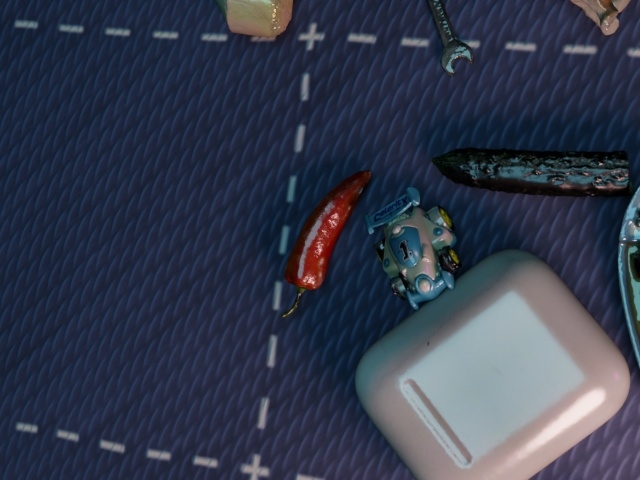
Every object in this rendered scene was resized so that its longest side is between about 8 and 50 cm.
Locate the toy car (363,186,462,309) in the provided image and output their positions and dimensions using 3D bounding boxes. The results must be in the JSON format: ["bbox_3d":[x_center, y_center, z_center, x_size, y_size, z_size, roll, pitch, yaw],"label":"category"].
[{"bbox_3d":[0.132,0.013,1.295,0.126,0.098,0.161,-33,38,23],"label":"toy car"}]

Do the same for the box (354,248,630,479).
[{"bbox_3d":[0.244,0.203,1.269,0.349,0.141,0.289,-40,80,9],"label":"box"}]

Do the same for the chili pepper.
[{"bbox_3d":[0.000,0.000,1.380,0.063,0.071,0.272,26,89,53],"label":"chili pepper"}]

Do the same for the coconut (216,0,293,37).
[{"bbox_3d":[-0.110,-0.387,1.396,0.122,0.116,0.116,13,91,9],"label":"coconut"}]

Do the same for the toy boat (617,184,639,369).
[{"bbox_3d":[0.495,0.065,1.213,0.145,0.133,0.332,-9,85,15],"label":"toy boat"}]

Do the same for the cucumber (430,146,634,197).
[{"bbox_3d":[0.313,-0.102,1.301,0.300,0.072,0.072,3,89,16],"label":"cucumber"}]

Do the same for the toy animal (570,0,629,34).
[{"bbox_3d":[0.397,-0.426,1.277,0.185,0.104,0.184,37,99,18],"label":"toy animal"}]

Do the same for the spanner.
[{"bbox_3d":[0.179,-0.382,1.372,0.054,0.015,0.254,-21,83,15],"label":"spanner"}]
